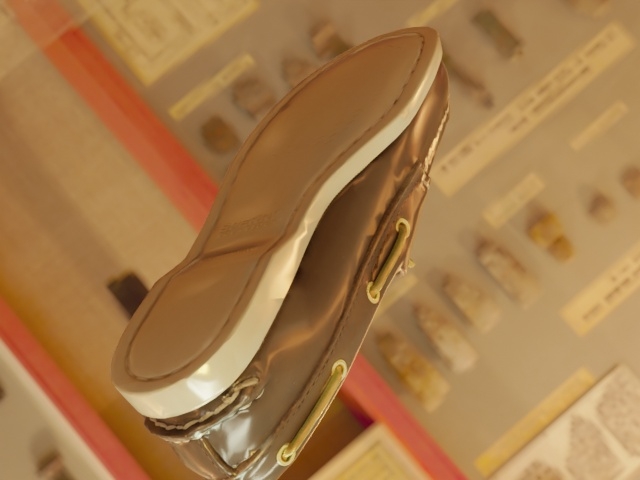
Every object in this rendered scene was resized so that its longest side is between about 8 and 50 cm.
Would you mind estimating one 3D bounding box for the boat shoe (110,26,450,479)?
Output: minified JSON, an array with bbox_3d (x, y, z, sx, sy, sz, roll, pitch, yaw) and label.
[{"bbox_3d":[0.000,0.000,0.859,0.116,0.097,0.324,-10,-144,38],"label":"boat shoe"}]
